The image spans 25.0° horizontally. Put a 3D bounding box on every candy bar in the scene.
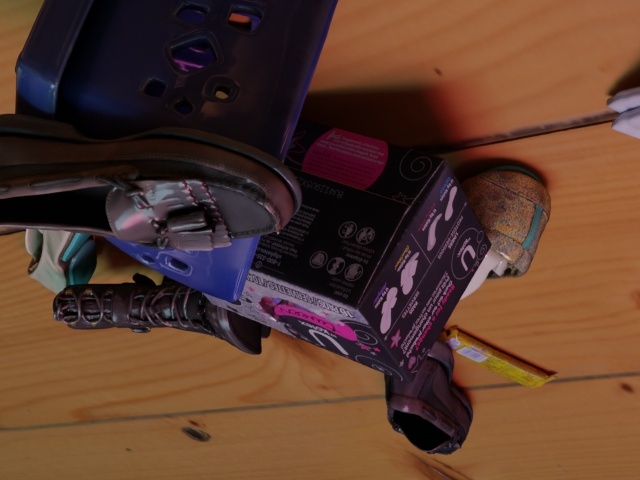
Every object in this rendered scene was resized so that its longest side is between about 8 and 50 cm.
[{"bbox_3d":[0.206,0.140,1.694,0.161,0.018,0.040,27,145,-23],"label":"candy bar"}]

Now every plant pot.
[{"bbox_3d":[-0.118,-0.123,1.149,0.212,0.236,0.236,19,149,-2],"label":"plant pot"}]

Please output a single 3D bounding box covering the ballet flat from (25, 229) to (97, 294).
[{"bbox_3d":[-0.279,-0.011,1.552,0.086,0.086,0.248,16,151,-8],"label":"ballet flat"}]

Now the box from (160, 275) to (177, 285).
[{"bbox_3d":[-0.146,0.062,1.682,0.083,0.018,0.067,16,149,-8],"label":"box"}]

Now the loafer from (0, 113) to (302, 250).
[{"bbox_3d":[-0.143,-0.025,1.017,0.267,0.084,0.096,8,142,26],"label":"loafer"}]

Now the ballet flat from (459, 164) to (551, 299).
[{"bbox_3d":[0.085,0.028,1.446,0.123,0.123,0.348,30,146,-30],"label":"ballet flat"}]

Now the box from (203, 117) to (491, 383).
[{"bbox_3d":[0.000,0.000,1.302,0.247,0.163,0.142,19,158,36],"label":"box"}]

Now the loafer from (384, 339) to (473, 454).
[{"bbox_3d":[0.119,0.211,1.754,0.109,0.095,0.302,9,154,16],"label":"loafer"}]

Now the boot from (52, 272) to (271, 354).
[{"bbox_3d":[-0.173,0.075,1.535,0.228,0.091,0.263,0,177,4],"label":"boot"}]

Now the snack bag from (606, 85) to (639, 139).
[{"bbox_3d":[0.430,-0.068,1.111,0.323,0.037,0.342,19,174,-13],"label":"snack bag"}]
